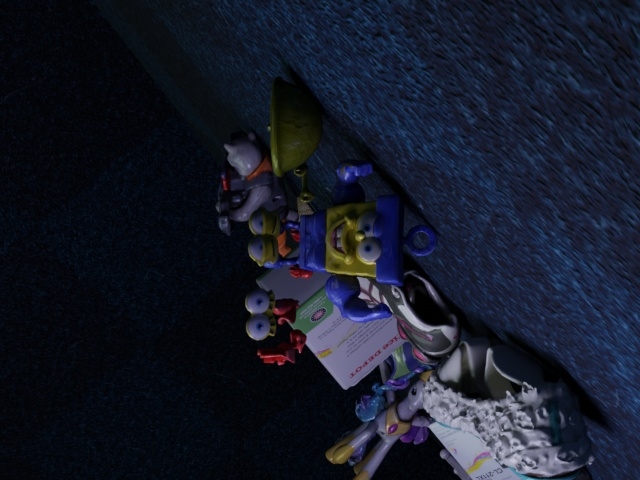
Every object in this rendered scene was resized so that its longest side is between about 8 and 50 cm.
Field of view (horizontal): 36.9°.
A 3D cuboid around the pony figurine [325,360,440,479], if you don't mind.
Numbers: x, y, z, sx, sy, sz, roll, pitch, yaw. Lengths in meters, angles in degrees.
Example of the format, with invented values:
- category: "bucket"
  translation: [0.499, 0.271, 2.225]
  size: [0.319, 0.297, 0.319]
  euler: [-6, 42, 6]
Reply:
- category: "pony figurine"
  translation: [0.179, 0.402, 2.200]
  size: [0.303, 0.363, 0.351]
  euler: [43, -170, 5]

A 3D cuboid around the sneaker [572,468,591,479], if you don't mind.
- category: "sneaker"
  translation: [0.360, 0.336, 1.454]
  size: [0.178, 0.072, 0.077]
  euler: [69, 174, -50]

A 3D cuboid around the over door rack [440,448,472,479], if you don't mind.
- category: "over door rack"
  translation: [0.287, 0.465, 1.965]
  size: [0.108, 0.239, 0.324]
  euler: [43, 173, 18]

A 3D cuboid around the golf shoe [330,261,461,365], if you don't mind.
- category: "golf shoe"
  translation: [0.116, 0.064, 1.471]
  size: [0.273, 0.105, 0.120]
  euler: [43, 157, 16]

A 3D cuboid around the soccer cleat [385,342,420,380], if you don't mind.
- category: "soccer cleat"
  translation: [0.104, 0.175, 2.078]
  size: [0.289, 0.121, 0.093]
  euler: [49, 175, 13]

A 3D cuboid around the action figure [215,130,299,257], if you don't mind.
- category: "action figure"
  translation: [-0.116, -0.113, 2.084]
  size: [0.341, 0.178, 0.330]
  euler: [-93, -17, -44]

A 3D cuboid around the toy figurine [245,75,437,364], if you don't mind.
- category: "toy figurine"
  translation: [0.046, -0.023, 1.212]
  size: [0.191, 0.217, 0.363]
  euler: [26, -115, -68]

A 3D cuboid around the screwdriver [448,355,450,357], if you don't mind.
- category: "screwdriver"
  translation: [0.197, 0.164, 1.843]
  size: [0.170, 0.025, 0.024]
  euler: [42, 175, -9]

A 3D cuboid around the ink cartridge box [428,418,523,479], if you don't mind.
- category: "ink cartridge box"
  translation: [0.288, 0.335, 1.597]
  size: [0.175, 0.072, 0.127]
  euler: [50, 132, -2]

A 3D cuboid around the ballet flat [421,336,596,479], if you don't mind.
- category: "ballet flat"
  translation: [0.237, 0.195, 1.265]
  size: [0.147, 0.147, 0.409]
  euler: [51, 172, -12]

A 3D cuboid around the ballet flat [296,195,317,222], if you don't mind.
- category: "ballet flat"
  translation: [0.000, 0.000, 2.033]
  size: [0.206, 0.067, 0.073]
  euler: [51, 175, -9]

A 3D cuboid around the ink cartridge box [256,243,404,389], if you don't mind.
- category: "ink cartridge box"
  translation: [0.044, 0.109, 1.689]
  size: [0.117, 0.201, 0.278]
  euler: [47, 174, 40]
